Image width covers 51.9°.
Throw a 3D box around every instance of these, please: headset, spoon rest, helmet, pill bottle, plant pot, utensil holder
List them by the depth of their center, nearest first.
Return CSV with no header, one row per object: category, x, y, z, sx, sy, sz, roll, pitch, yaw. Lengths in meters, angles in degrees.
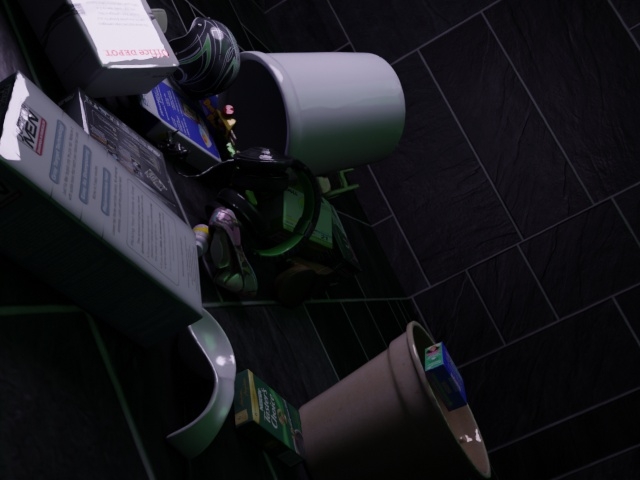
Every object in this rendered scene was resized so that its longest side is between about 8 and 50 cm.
spoon rest,-0.177,0.206,1.033,0.137,0.084,0.276,54,16,-30
pill bottle,-0.240,0.003,1.295,0.043,0.043,0.083,56,15,-21
plant pot,0.131,0.381,1.343,0.333,0.306,0.333,56,14,-21
headset,-0.175,-0.108,1.441,0.394,0.243,0.185,31,-6,-41
helmet,-0.266,-0.423,1.526,0.169,0.162,0.169,56,14,-21
utensil holder,-0.023,-0.324,1.700,0.386,0.327,0.327,-15,73,-37

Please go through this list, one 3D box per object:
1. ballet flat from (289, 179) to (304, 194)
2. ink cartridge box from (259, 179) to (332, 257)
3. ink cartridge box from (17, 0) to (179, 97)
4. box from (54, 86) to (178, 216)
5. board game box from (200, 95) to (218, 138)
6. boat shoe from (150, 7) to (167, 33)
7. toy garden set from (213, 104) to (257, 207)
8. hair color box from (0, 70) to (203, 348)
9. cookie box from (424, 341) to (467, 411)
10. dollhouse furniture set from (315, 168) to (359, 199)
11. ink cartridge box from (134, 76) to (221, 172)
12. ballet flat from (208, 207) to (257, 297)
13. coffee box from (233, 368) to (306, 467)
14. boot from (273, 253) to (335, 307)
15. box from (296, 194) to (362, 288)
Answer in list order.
ballet flat,-0.134,-0.250,1.974,0.139,0.139,0.400,46,16,-48
ink cartridge box,-0.065,-0.106,1.788,0.189,0.097,0.255,23,57,-41
ink cartridge box,-0.413,-0.405,1.201,0.198,0.115,0.272,-25,87,-55
box,-0.347,-0.127,1.132,0.231,0.056,0.183,41,25,-56
board game box,-0.298,-0.428,1.878,0.233,0.078,0.347,55,15,-25
boat shoe,-0.445,-0.533,1.577,0.228,0.069,0.081,-43,139,-74
toy garden set,-0.217,-0.185,1.592,0.244,0.049,0.204,67,-23,18
hair color box,-0.321,-0.027,0.904,0.374,0.114,0.185,50,17,-43
cookie box,0.231,0.252,1.223,0.091,0.040,0.107,60,13,-7
dollhouse furniture set,-0.038,-0.308,2.109,0.394,0.257,0.362,-18,-90,60
ink cartridge box,-0.363,-0.334,1.480,0.307,0.072,0.303,32,33,-60
ballet flat,-0.185,0.041,1.314,0.079,0.077,0.221,-55,143,-48
coffee box,-0.092,0.326,1.196,0.184,0.040,0.113,51,17,-39
boot,-0.068,0.095,1.705,0.115,0.112,0.305,34,11,16
box,0.000,0.000,1.981,0.163,0.142,0.247,36,29,-61
